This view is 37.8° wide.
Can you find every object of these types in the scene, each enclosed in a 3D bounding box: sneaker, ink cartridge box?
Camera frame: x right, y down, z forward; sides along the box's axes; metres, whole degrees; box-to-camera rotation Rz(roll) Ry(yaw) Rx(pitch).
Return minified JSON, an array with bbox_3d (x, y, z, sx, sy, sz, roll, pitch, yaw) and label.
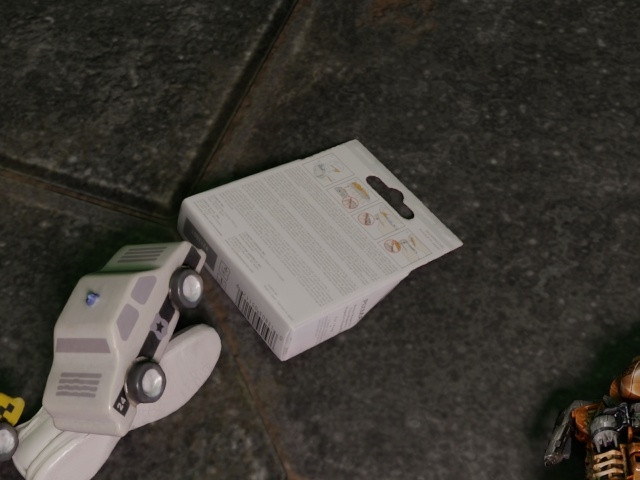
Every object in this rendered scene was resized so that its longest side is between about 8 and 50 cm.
[{"bbox_3d":[-0.193,0.134,0.858,0.212,0.080,0.094,-38,52,-20],"label":"sneaker"},{"bbox_3d":[0.000,0.000,0.964,0.232,0.066,0.189,-21,56,-37],"label":"ink cartridge box"}]

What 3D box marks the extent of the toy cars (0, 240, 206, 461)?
[{"bbox_3d":[-0.257,0.131,0.788,0.394,0.087,0.176,-40,41,-3],"label":"toy cars"}]

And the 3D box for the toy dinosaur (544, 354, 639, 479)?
[{"bbox_3d":[0.317,0.156,0.793,0.218,0.164,0.321,14,66,28],"label":"toy dinosaur"}]
